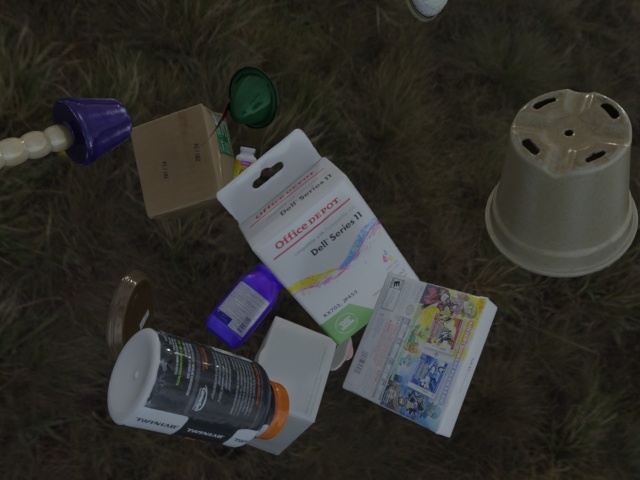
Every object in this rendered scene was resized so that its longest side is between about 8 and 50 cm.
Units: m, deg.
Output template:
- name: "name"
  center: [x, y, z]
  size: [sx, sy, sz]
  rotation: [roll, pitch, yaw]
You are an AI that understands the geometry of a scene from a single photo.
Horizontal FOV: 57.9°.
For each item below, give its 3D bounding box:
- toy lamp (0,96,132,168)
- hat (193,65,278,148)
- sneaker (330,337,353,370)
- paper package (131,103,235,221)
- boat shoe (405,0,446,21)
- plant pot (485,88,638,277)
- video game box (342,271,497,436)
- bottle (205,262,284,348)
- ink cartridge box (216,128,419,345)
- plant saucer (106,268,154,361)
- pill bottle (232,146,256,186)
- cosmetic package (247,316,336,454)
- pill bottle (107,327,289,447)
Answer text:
- name: "toy lamp"
  center: [-0.324, -0.090, 0.593]
  size: [0.274, 0.080, 0.080]
  rotation: [-32, 81, -41]
- name: "hat"
  center: [-0.239, -0.368, 1.628]
  size: [0.172, 0.209, 0.183]
  rotation: [16, 31, 24]
- name: "sneaker"
  center: [0.067, 0.367, 1.812]
  size: [0.050, 0.070, 0.134]
  rotation: [9, 45, 26]
- name: "paper package"
  center: [-0.456, -0.259, 1.982]
  size: [0.309, 0.168, 0.325]
  rotation: [-14, 86, 16]
- name: "boat shoe"
  center: [0.232, -0.547, 1.043]
  size: [0.113, 0.103, 0.303]
  rotation: [21, 79, -33]
- name: "plant pot"
  center: [0.522, -0.137, 1.243]
  size: [0.333, 0.305, 0.334]
  rotation: [-8, 56, 13]
- name: "video game box"
  center: [0.149, 0.166, 0.889]
  size: [0.048, 0.187, 0.205]
  rotation: [32, 78, -42]
- name: "bottle"
  center: [-0.180, 0.151, 1.551]
  size: [0.118, 0.092, 0.283]
  rotation: [38, 73, 3]
- name: "ink cartridge box"
  center: [0.000, 0.000, 1.046]
  size: [0.207, 0.119, 0.353]
  rotation: [-39, 121, 0]
- name: "plant saucer"
  center: [-0.556, 0.224, 1.721]
  size: [0.041, 0.278, 0.278]
  rotation: [8, 71, 4]
- name: "pill bottle"
  center: [-0.153, -0.146, 1.173]
  size: [0.043, 0.043, 0.084]
  rotation: [8, 98, -10]
- name: "cosmetic package"
  center: [-0.101, 0.347, 1.333]
  size: [0.155, 0.366, 0.197]
  rotation: [22, 58, -5]
- name: "pill bottle"
  center: [-0.160, 0.219, 0.822]
  size: [0.245, 0.130, 0.131]
  rotation: [28, 65, -36]
